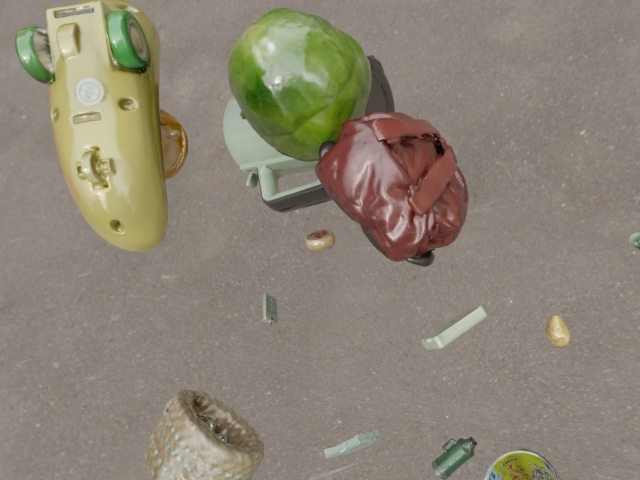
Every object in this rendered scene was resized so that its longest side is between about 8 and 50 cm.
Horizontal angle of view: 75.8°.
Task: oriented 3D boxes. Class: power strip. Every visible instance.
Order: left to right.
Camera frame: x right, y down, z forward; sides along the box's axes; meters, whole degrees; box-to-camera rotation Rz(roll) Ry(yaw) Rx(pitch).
[{"bbox_3d":[-0.158,0.221,1.294,0.019,0.050,0.136,-45,28,20],"label":"power strip"},{"bbox_3d":[0.493,0.321,1.511,0.270,0.118,0.046,-27,80,-22],"label":"power strip"}]

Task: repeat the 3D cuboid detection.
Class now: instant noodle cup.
[{"bbox_3d":[0.540,0.669,1.040,0.204,0.153,0.205,0,93,2],"label":"instant noodle cup"}]

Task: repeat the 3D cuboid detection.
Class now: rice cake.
[{"bbox_3d":[0.120,0.804,1.612,0.237,0.127,0.043,-49,47,39],"label":"rice cake"}]

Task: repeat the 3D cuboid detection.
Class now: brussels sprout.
[{"bbox_3d":[-0.034,-0.236,0.637,0.243,0.244,0.244,-6,66,15],"label":"brussels sprout"}]

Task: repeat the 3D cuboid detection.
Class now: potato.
[{"bbox_3d":[0.678,0.258,1.175,0.062,0.068,0.083,24,66,-17],"label":"potato"}]

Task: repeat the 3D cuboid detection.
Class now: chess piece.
[{"bbox_3d":[0.000,0.000,1.125,0.083,0.038,0.084,-10,21,4],"label":"chess piece"}]

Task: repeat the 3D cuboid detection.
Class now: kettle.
[{"bbox_3d":[-0.049,-0.238,0.979,0.376,0.250,0.362,4,68,46],"label":"kettle"}]

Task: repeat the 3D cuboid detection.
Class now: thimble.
[{"bbox_3d":[-0.236,0.420,0.824,0.229,0.196,0.148,29,81,21],"label":"thimble"}]

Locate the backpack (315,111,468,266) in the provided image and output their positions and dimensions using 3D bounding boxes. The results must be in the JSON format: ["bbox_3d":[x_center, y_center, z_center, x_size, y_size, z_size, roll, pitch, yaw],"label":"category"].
[{"bbox_3d":[0.114,-0.085,0.560,0.139,0.229,0.229,-47,52,42],"label":"backpack"}]

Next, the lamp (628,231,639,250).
[{"bbox_3d":[0.635,0.046,0.796,0.041,0.054,0.122,-24,48,44],"label":"lamp"}]

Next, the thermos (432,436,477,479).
[{"bbox_3d":[0.488,0.773,1.485,0.188,0.073,0.083,-55,44,22],"label":"thermos"}]

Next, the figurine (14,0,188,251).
[{"bbox_3d":[-0.250,-0.147,0.534,0.124,0.222,0.325,-9,90,0],"label":"figurine"}]
